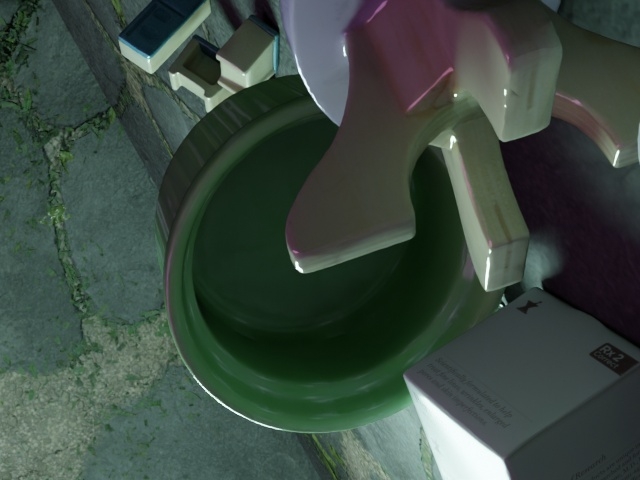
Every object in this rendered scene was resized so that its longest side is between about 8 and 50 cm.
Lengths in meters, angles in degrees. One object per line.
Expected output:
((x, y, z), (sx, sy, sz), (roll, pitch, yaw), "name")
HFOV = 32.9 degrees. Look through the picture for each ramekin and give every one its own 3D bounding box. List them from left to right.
((0.000, 0.000, 0.948), (0.303, 0.303, 0.148), (66, 172, -28), "ramekin")

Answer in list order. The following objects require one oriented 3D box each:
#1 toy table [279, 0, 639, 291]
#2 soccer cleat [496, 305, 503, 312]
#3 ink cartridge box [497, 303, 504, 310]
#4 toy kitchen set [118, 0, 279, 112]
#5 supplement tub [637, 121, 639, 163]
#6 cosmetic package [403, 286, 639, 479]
((0.081, -0.092, 0.619), (0.274, 0.252, 0.161), (53, -165, -61), "toy table")
((0.179, 0.117, 1.042), (0.196, 0.076, 0.068), (47, -158, -8), "soccer cleat")
((0.167, 0.112, 1.155), (0.179, 0.045, 0.145), (-2, 119, 53), "ink cartridge box")
((-0.133, -0.255, 1.305), (0.207, 0.122, 0.166), (35, 160, 11), "toy kitchen set")
((0.228, -0.013, 0.401), (0.200, 0.144, 0.144), (53, 167, 50), "supplement tub")
((0.190, 0.170, 0.919), (0.151, 0.151, 0.184), (35, 153, 56), "cosmetic package")
